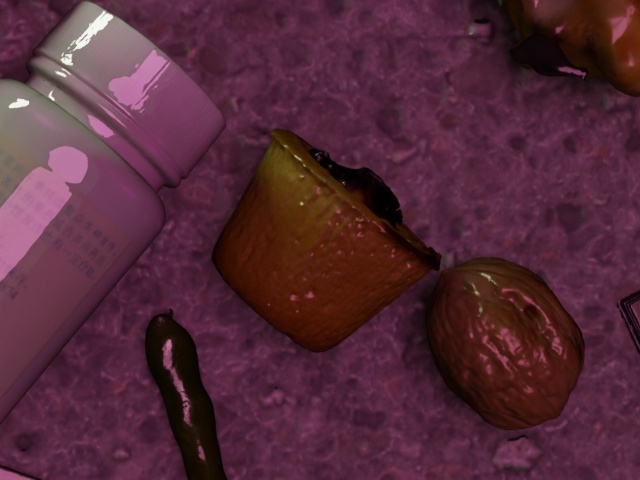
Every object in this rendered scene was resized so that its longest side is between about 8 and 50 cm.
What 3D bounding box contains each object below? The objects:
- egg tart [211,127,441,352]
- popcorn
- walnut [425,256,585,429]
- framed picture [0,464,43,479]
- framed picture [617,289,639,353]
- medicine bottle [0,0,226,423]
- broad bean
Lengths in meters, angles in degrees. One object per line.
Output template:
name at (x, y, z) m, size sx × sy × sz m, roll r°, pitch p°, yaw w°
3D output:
egg tart at (0.000, 0.000, 1.363) m, size 0.215 × 0.215 × 0.171 m, roll 40°, pitch 97°, yaw -10°
popcorn at (0.310, -0.298, 1.412) m, size 0.316 × 0.281 × 0.297 m, roll -17°, pitch 101°, yaw 27°
walnut at (0.182, 0.100, 1.422) m, size 0.155 × 0.155 × 0.184 m, roll -38°, pitch 98°, yaw -11°
framed picture at (-0.320, 0.344, 1.368) m, size 0.324 × 0.020 × 0.240 m, roll 23°, pitch 84°, yaw -12°
framed picture at (0.450, 0.110, 1.552) m, size 0.199 × 0.010 × 0.195 m, roll -27°, pitch 96°, yaw -12°
medicine bottle at (-0.274, -0.019, 1.283) m, size 0.213 × 0.213 × 0.378 m, roll 41°, pitch 81°, yaw -10°
broad bean at (-0.128, 0.195, 1.401) m, size 0.053 × 0.052 × 0.256 m, roll -9°, pitch 96°, yaw 29°
